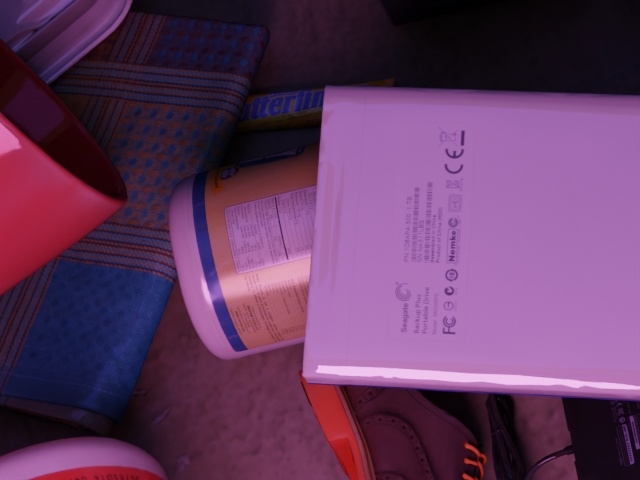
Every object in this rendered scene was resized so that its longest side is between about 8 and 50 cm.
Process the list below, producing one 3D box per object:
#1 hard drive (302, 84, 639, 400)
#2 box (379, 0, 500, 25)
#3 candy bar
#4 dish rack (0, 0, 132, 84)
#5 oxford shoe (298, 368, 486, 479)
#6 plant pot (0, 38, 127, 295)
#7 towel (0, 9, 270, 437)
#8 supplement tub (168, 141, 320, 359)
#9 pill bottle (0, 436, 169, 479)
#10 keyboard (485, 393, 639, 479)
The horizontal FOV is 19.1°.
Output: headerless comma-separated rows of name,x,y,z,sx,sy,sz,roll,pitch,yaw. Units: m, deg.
hard drive,0.155,0.001,1.302,0.319,0.040,0.210,3,75,7
box,0.083,-0.351,1.448,0.183,0.296,0.294,-14,79,9
candy bar,-0.018,-0.109,1.557,0.162,0.018,0.040,-4,62,13
dish rack,-0.345,-0.228,1.659,0.285,0.072,0.333,-39,54,-4
oxford shoe,0.078,0.177,1.337,0.098,0.097,0.271,-27,59,-2
plant pot,-0.322,-0.042,1.437,0.243,0.275,0.275,-44,60,6
towel,-0.216,-0.030,1.553,0.271,0.040,0.370,10,66,25
supplement tub,0.000,0.000,1.422,0.200,0.144,0.144,-14,61,9
pill bottle,-0.152,0.307,1.285,0.182,0.181,0.323,-23,59,4
keyboard,0.201,0.141,1.332,0.202,0.033,0.317,-23,56,25
